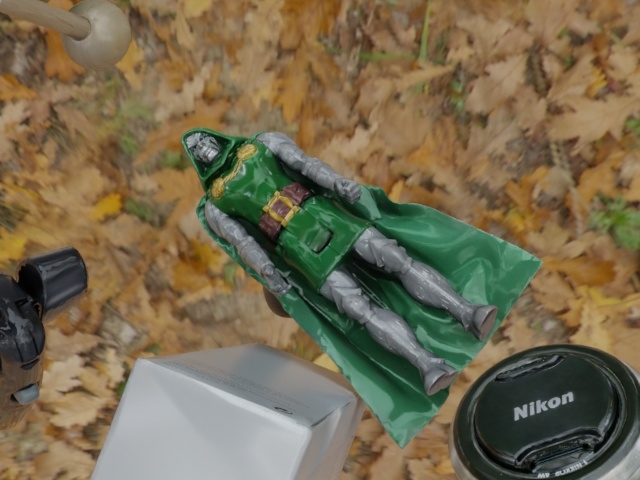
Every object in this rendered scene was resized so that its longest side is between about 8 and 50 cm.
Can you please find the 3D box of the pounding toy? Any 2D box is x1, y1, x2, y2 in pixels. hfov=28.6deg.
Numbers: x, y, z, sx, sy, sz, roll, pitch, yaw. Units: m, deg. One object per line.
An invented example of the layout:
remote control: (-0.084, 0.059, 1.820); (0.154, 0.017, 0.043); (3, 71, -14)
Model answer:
pounding toy: (-0.214, -0.252, 0.912); (0.110, 0.183, 0.237); (-39, 71, 6)

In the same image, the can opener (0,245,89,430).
can opener: (-0.158, 0.063, 0.643); (0.073, 0.186, 0.059); (-13, 69, -25)

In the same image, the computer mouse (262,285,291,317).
computer mouse: (-0.026, 0.003, 1.112); (0.041, 0.242, 0.071); (0, 109, 1)

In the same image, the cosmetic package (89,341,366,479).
cosmetic package: (-0.090, 0.248, 0.699); (0.097, 0.284, 0.377); (21, 90, 11)

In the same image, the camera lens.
camera lens: (0.272, 0.264, 1.358); (0.219, 0.274, 0.219); (-15, 39, 13)

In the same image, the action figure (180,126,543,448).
action figure: (0.000, 0.000, 0.765); (0.232, 0.063, 0.137); (37, 87, 22)
